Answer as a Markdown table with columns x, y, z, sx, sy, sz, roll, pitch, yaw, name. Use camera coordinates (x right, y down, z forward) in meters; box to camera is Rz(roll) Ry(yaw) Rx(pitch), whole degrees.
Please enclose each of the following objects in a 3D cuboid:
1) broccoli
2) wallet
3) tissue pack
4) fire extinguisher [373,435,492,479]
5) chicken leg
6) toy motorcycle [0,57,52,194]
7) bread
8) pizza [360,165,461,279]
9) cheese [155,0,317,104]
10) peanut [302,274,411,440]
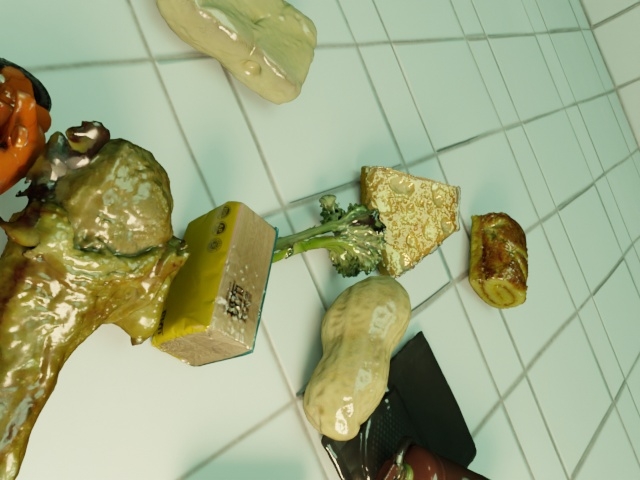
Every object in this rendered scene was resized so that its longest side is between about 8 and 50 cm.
| x | y | z | sx | sy | sz | roll | pitch | yaw | name |
| --- | --- | --- | --- | --- | --- | --- | --- | --- | --- |
| 0.001 | 0.001 | 0.962 | 0.204 | 0.118 | 0.122 | -8 | 104 | -33 | broccoli |
| 0.136 | 0.315 | 1.011 | 0.323 | 0.041 | 0.247 | -32 | 99 | -51 | wallet |
| -0.125 | 0.052 | 0.773 | 0.082 | 0.120 | 0.169 | 32 | 54 | -34 | tissue pack |
| 0.178 | 0.377 | 0.924 | 0.341 | 0.105 | 0.141 | 34 | 59 | -35 | fire extinguisher |
| -0.247 | 0.073 | 0.641 | 0.211 | 0.140 | 0.361 | 31 | 74 | -51 | chicken leg |
| -0.382 | -0.123 | 0.566 | 0.325 | 0.148 | 0.221 | 10 | 45 | -47 | toy motorcycle |
| 0.365 | 0.039 | 1.324 | 0.132 | 0.103 | 0.172 | 41 | 45 | -33 | bread |
| 0.150 | -0.022 | 1.148 | 0.188 | 0.080 | 0.204 | 5 | 79 | -22 | pizza |
| -0.122 | -0.320 | 0.958 | 0.263 | 0.093 | 0.159 | 34 | 48 | -32 | cheese |
| 0.048 | 0.159 | 0.926 | 0.123 | 0.123 | 0.257 | 45 | 54 | -25 | peanut |
